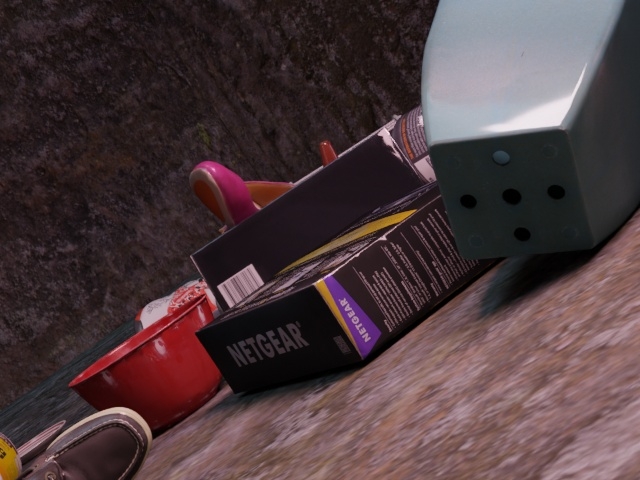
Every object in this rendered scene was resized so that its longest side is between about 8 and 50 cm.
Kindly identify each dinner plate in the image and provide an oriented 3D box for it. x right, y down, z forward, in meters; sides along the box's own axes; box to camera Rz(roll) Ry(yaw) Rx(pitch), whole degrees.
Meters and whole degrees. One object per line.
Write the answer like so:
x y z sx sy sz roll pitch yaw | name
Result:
-0.444 0.320 2.164 0.141 0.017 0.141 -33 3 2 | dinner plate

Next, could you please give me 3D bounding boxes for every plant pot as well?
0.169 -0.095 1.106 0.165 0.166 0.234 -5 33 24 | plant pot

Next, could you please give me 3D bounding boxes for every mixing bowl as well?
-0.174 0.147 1.563 0.181 0.098 0.181 -34 4 2 | mixing bowl

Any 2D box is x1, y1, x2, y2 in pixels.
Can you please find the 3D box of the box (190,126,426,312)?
0.000 0.000 1.634 0.261 0.103 0.184 -33 -15 0 | box

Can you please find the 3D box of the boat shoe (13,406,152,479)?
-0.240 0.235 1.243 0.223 0.080 0.073 -38 9 6 | boat shoe

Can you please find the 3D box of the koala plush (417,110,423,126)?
0.200 -0.133 1.428 0.221 0.196 0.203 150 136 -73 | koala plush

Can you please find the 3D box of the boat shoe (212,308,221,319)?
-0.149 0.119 2.151 0.035 0.035 0.100 -41 2 -43 | boat shoe

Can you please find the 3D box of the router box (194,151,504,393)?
0.042 0.034 1.345 0.243 0.081 0.309 -34 4 -26 | router box

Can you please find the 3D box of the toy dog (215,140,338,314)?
-0.034 -0.017 1.954 0.333 0.161 0.220 -33 4 8 | toy dog

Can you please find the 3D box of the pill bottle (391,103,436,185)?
0.188 -0.145 1.965 0.245 0.130 0.130 -30 5 36 | pill bottle

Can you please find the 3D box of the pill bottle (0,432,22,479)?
-0.418 0.288 1.652 0.117 0.117 0.215 -33 4 -3 | pill bottle

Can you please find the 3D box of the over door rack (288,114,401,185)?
0.090 -0.081 2.286 0.239 0.108 0.324 -34 19 -3 | over door rack

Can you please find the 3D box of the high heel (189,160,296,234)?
-0.075 -0.060 1.645 0.117 0.082 0.244 -43 -25 -8 | high heel

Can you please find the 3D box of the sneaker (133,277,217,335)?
-0.200 0.103 2.325 0.145 0.090 0.270 -34 1 18 | sneaker
